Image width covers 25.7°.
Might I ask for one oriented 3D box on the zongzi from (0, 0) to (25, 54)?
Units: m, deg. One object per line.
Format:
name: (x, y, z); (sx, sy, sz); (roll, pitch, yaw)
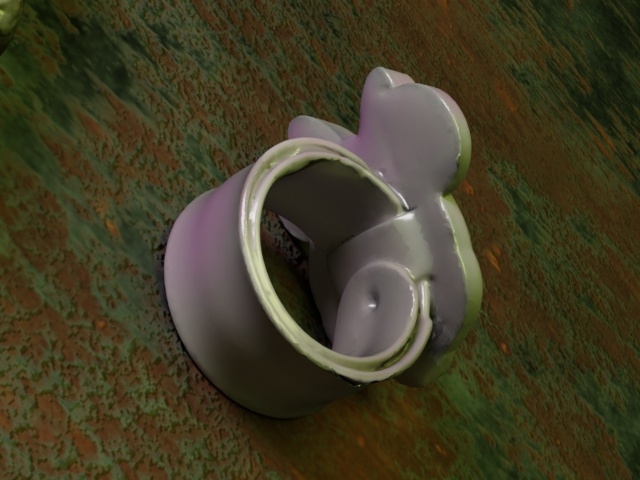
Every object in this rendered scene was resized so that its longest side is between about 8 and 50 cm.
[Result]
zongzi: (-0.336, -0.306, 0.915); (0.393, 0.174, 0.356); (34, 34, -19)

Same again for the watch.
watch: (0.000, 0.000, 1.056); (0.217, 0.211, 0.249); (-7, 75, -44)
